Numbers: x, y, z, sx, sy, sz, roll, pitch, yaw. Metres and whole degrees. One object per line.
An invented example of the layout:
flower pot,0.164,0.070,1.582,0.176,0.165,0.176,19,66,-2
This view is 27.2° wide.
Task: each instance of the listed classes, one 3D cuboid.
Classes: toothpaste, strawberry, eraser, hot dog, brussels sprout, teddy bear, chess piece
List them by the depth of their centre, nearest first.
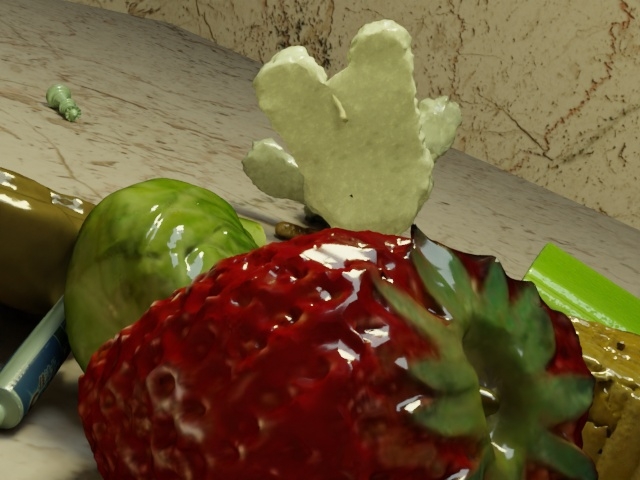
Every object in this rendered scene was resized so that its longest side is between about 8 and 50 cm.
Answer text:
strawberry,-0.002,0.139,0.873,0.291,0.310,0.292,32,37,-28
toothpaste,-0.225,0.096,1.050,0.034,0.057,0.197,9,25,8
brussels sprout,-0.120,0.052,1.100,0.161,0.223,0.223,-17,8,10
eraser,0.353,0.127,1.592,0.274,0.092,0.210,35,20,9
hot dog,0.000,-0.001,1.894,0.137,0.028,0.044,16,6,-8
teddy bear,0.043,-0.158,1.944,0.327,0.375,0.362,-18,22,3
chess piece,-0.421,-0.223,2.184,0.042,0.042,0.093,11,21,-35

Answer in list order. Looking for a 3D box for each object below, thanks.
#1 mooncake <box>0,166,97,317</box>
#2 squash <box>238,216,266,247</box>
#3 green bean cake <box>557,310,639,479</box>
mooncake,-0.296,-0.007,1.180,0.234,0.117,0.235,21,-3,1
squash,-0.169,-0.006,1.562,0.083,0.083,0.250,28,12,35
green bean cake,0.303,0.170,1.384,0.224,0.131,0.229,25,14,16
